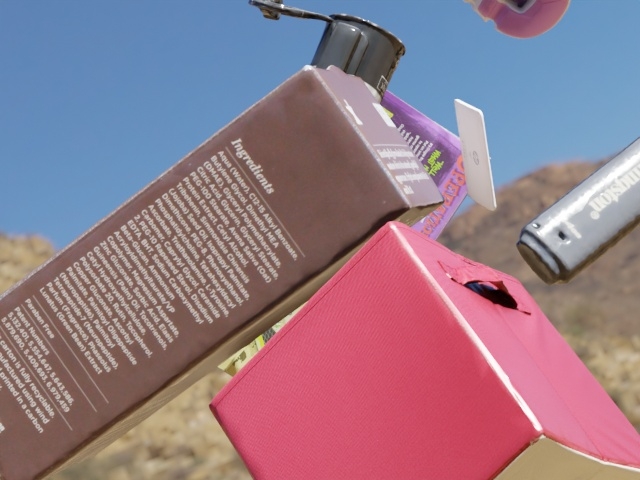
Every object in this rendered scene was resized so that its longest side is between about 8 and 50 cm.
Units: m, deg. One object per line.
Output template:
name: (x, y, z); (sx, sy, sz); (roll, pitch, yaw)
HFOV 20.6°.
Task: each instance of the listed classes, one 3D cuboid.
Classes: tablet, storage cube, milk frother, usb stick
tablet: (0.123, -0.068, 1.406); (0.006, 0.083, 0.054); (-16, 19, -14)
storage cube: (0.078, 0.137, 1.196); (0.215, 0.193, 0.184); (-46, -37, 15)
milk frother: (-0.014, -0.155, 1.685); (0.143, 0.134, 0.129); (16, -14, 29)
usb stick: (0.323, -0.051, 1.878); (0.278, 0.077, 0.045); (-36, -8, -24)

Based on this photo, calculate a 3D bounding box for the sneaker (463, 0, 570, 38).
sneaker: (0.113, -0.271, 1.516); (0.095, 0.236, 0.104); (-50, 10, 33)

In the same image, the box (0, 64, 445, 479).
box: (-0.101, 0.028, 1.379); (0.381, 0.143, 0.191); (-38, -5, 12)

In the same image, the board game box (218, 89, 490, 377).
board game box: (0.000, 0.000, 1.880); (0.347, 0.208, 0.056); (-56, 1, 2)
